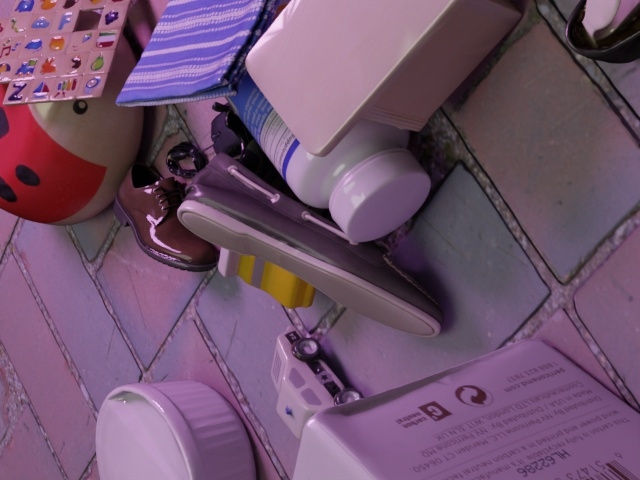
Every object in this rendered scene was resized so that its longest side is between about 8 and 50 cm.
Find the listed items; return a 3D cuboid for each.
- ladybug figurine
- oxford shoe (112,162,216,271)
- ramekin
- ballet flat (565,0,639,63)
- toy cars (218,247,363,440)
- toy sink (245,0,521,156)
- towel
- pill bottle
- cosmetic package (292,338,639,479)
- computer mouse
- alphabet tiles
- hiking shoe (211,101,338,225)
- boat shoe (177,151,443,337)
[{"bbox_3d":[-0.422,-0.173,2.087,0.449,0.162,0.305,-37,72,51],"label":"ladybug figurine"},{"bbox_3d":[-0.218,-0.035,1.935,0.227,0.082,0.096,41,126,36],"label":"oxford shoe"},{"bbox_3d":[-0.203,0.324,1.986,0.273,0.127,0.273,21,117,48],"label":"ramekin"},{"bbox_3d":[0.308,-0.242,1.183,0.095,0.096,0.280,61,140,20],"label":"ballet flat"},{"bbox_3d":[-0.052,0.106,1.727,0.176,0.087,0.394,-13,97,60],"label":"toy cars"},{"bbox_3d":[0.064,-0.208,1.432,0.234,0.131,0.153,-48,61,23],"label":"toy sink"},{"bbox_3d":[-0.106,-0.306,1.585,0.243,0.040,0.336,1,62,53],"label":"towel"},{"bbox_3d":[0.005,-0.134,1.559,0.272,0.152,0.152,54,137,27],"label":"pill bottle"},{"bbox_3d":[0.168,0.371,1.358,0.327,0.329,0.394,38,128,38],"label":"cosmetic package"},{"bbox_3d":[-0.152,-0.131,1.853,0.242,0.041,0.071,-24,83,53],"label":"computer mouse"},{"bbox_3d":[-0.383,-0.271,1.930,0.237,0.009,0.198,-2,59,23],"label":"alphabet tiles"},{"bbox_3d":[-0.049,-0.080,1.675,0.227,0.114,0.086,57,139,23],"label":"hiking shoe"},{"bbox_3d":[0.000,0.000,1.582,0.335,0.095,0.112,25,161,6],"label":"boat shoe"}]
